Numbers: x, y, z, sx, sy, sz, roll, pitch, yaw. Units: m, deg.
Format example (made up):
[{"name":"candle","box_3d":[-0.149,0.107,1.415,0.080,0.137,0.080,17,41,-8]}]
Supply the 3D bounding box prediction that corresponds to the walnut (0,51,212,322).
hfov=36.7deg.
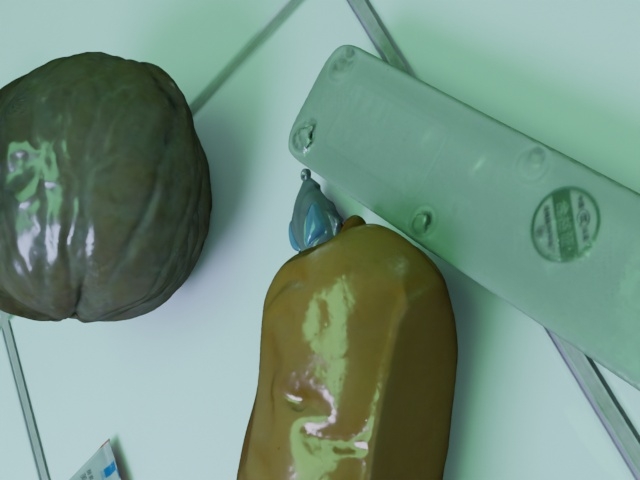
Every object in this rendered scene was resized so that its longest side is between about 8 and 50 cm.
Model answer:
[{"name":"walnut","box_3d":[-0.187,-0.042,0.773,0.224,0.224,0.224,-11,72,39]}]

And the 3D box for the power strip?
[{"name":"power strip","box_3d":[0.123,-0.013,0.583,0.385,0.062,0.091,37,103,41]}]

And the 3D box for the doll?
[{"name":"doll","box_3d":[-0.001,0.000,0.704,0.057,0.039,0.114,112,142,-69]}]

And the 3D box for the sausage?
[{"name":"sausage","box_3d":[0.014,0.105,0.607,0.136,0.120,0.241,12,92,42]}]

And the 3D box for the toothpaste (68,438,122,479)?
[{"name":"toothpaste","box_3d":[-0.236,0.249,0.853,0.190,0.031,0.048,-43,52,21]}]
